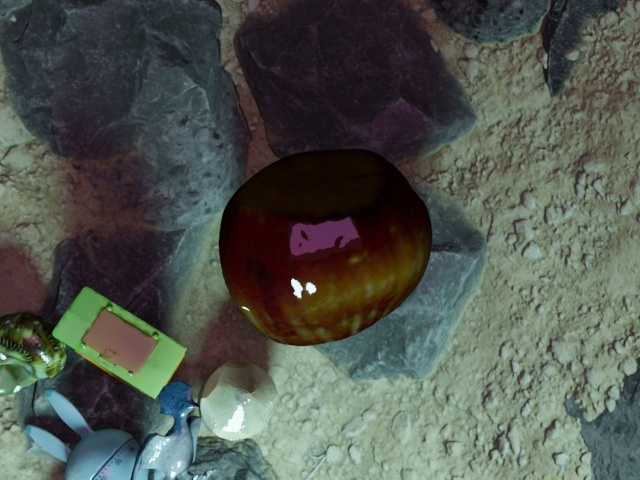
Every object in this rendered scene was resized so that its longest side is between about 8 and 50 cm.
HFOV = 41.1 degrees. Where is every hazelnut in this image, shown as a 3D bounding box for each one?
[{"bbox_3d":[0.000,0.000,1.722,0.429,0.402,0.402,-26,86,-20],"label":"hazelnut"}]

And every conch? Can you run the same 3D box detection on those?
[{"bbox_3d":[-0.586,0.221,1.671,0.181,0.187,0.124,13,36,-32],"label":"conch"}]

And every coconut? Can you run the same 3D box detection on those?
[{"bbox_3d":[-0.167,0.323,1.717,0.161,0.162,0.161,2,79,-11],"label":"coconut"}]

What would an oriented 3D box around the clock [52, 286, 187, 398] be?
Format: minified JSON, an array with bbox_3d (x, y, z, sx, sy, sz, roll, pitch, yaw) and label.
[{"bbox_3d":[-0.380,0.207,1.644,0.219,0.255,0.106,32,74,-2],"label":"clock"}]

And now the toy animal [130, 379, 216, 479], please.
[{"bbox_3d":[-0.282,0.402,1.634,0.176,0.239,0.255,45,108,18],"label":"toy animal"}]

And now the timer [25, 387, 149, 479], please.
[{"bbox_3d":[-0.439,0.411,1.669,0.175,0.175,0.255,-33,59,-16],"label":"timer"}]
